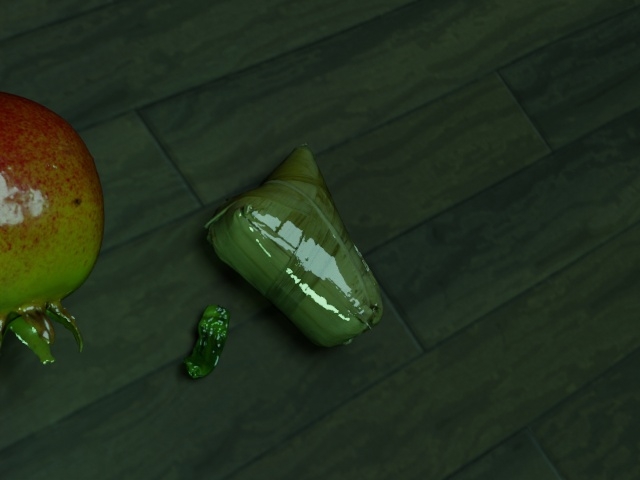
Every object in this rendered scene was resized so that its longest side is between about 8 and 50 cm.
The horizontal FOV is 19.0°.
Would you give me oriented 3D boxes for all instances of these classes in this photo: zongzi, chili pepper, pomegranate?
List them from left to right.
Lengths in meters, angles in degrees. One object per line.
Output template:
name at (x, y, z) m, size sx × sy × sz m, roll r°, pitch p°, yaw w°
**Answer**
pomegranate at (-0.286, -0.007, 1.668) m, size 0.221 × 0.221 × 0.256 m, roll -19°, pitch 82°, yaw -41°
chili pepper at (-0.109, 0.099, 1.847) m, size 0.030 × 0.034 × 0.091 m, roll 12°, pitch 50°, yaw 12°
zongzi at (0.000, 0.000, 1.943) m, size 0.194 × 0.099 × 0.197 m, roll 46°, pitch 39°, yaw -2°
